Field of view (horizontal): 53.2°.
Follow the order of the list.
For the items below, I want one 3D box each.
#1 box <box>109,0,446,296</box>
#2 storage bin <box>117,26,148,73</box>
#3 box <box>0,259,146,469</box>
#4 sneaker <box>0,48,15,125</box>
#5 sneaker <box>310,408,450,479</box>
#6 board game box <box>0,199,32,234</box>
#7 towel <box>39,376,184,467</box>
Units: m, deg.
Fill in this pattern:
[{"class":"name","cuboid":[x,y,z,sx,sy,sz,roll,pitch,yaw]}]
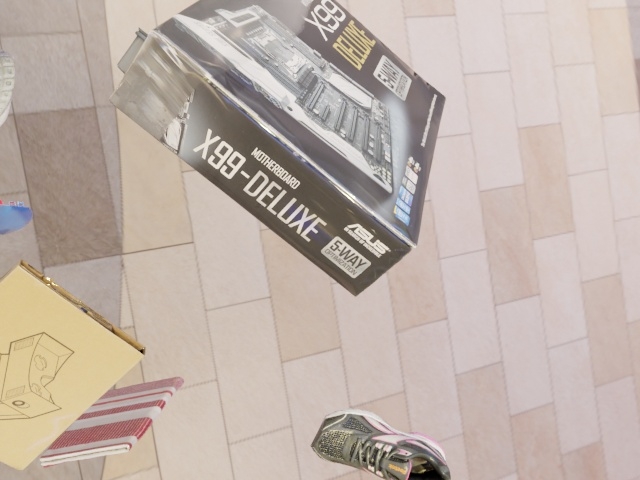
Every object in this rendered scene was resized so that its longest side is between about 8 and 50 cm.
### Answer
[{"class":"box","cuboid":[-0.008,-0.129,0.587,0.242,0.076,0.307,39,34,-11]},{"class":"storage bin","cuboid":[-0.344,-0.351,1.315,0.135,0.098,0.091,40,87,1]},{"class":"box","cuboid":[-0.311,0.137,0.664,0.201,0.021,0.164,-42,118,6]},{"class":"sneaker","cuboid":[-0.500,-0.219,0.873,0.111,0.297,0.129,-14,135,-40]},{"class":"sneaker","cuboid":[0.080,0.256,0.769,0.178,0.077,0.072,13,94,-11]},{"class":"board game box","cuboid":[-0.777,-0.063,1.516,0.168,0.133,0.033,5,57,-48]},{"class":"towel","cuboid":[-0.494,0.436,1.556,0.236,0.329,0.037,-14,102,12]}]
